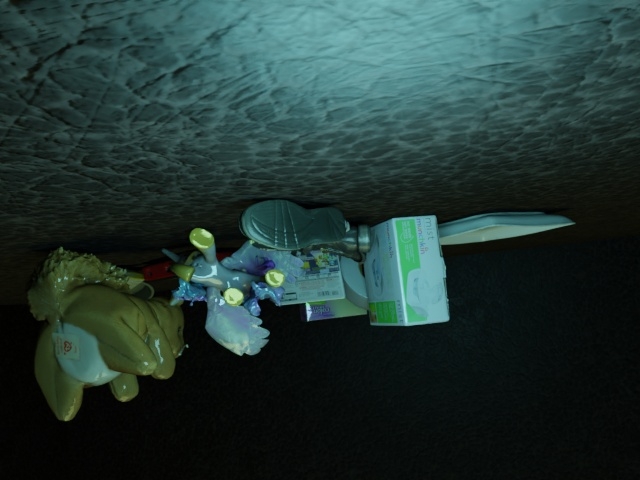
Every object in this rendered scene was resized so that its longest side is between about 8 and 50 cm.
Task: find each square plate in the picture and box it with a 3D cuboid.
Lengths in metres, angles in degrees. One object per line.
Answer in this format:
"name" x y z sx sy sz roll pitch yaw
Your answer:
"square plate" 0.473 -0.034 1.639 0.347 0.049 0.344 -2 172 -33

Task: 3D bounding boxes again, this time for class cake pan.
"cake pan" -0.728 0.178 1.985 0.293 0.054 0.293 -14 155 -7

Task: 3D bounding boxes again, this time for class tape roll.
"tape roll" 0.159 0.092 1.661 0.219 0.219 0.072 -5 149 -11

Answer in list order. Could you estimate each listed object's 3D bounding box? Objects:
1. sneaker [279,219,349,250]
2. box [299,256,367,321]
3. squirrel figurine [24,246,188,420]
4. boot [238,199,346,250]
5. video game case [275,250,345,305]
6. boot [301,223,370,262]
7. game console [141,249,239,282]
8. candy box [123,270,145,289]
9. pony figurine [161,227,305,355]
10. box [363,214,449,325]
"sneaker" -0.028 -0.013 1.219 0.185 0.069 0.084 -9 168 34
"box" 0.032 0.149 2.003 0.214 0.243 0.117 -5 174 -13
"squirrel figurine" -0.480 0.171 1.360 0.281 0.397 0.370 -39 173 19
"boot" -0.090 -0.018 1.049 0.179 0.085 0.236 -9 174 43
"video game case" -0.044 0.080 1.573 0.201 0.183 0.023 -7 -168 14
"boot" 0.000 0.000 1.394 0.229 0.091 0.263 -1 170 -1
"game console" -0.341 0.069 1.816 0.342 0.060 0.387 -9 178 -42
"candy box" -0.668 0.123 1.807 0.105 0.027 0.206 -28 154 32
"pony figurine" -0.213 0.098 1.389 0.351 0.302 0.363 29 166 -16
"box" 0.212 0.084 1.475 0.127 0.262 0.231 -4 175 -16
